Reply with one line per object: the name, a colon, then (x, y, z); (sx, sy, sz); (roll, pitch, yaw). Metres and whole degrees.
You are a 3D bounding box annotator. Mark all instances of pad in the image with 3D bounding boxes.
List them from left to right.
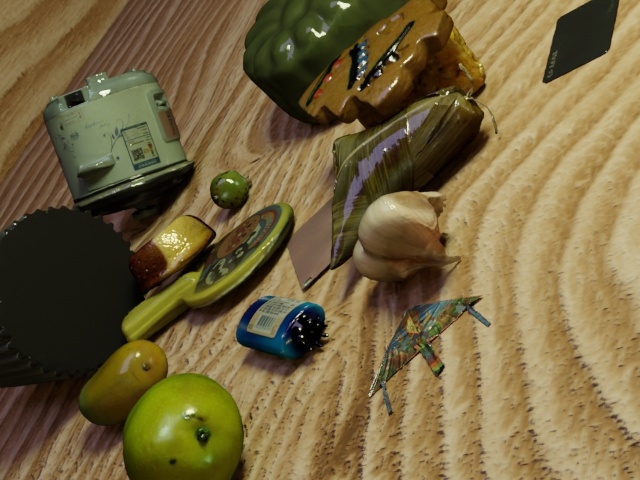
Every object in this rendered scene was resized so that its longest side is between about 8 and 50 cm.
pad: (0.000, 0.000, 1.870); (0.113, 0.006, 0.188); (-44, 22, 9)
pad: (0.362, -0.286, 1.715); (0.112, 0.003, 0.157); (-26, 32, 40)

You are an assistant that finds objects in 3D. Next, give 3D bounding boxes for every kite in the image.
kite: (0.120, 0.117, 1.482); (0.183, 0.010, 0.160); (-43, 24, 9)

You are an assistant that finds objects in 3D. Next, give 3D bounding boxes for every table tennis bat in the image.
table tennis bat: (-0.187, 0.056, 2.035); (0.369, 0.054, 0.224); (-36, 19, 20)

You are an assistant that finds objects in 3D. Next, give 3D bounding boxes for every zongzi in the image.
zongzi: (0.120, -0.087, 1.692); (0.248, 0.111, 0.241); (-27, 38, 32)

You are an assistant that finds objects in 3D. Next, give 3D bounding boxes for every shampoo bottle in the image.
shampoo bottle: (-0.049, 0.119, 1.709); (0.087, 0.050, 0.183); (-52, 24, -17)

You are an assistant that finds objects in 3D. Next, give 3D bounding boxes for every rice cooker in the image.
rice cooker: (-0.403, -0.183, 2.484); (0.264, 0.316, 0.316); (-19, 32, 14)

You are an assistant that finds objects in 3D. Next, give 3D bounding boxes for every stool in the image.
stool: (-0.511, 0.117, 2.207); (0.330, 0.297, 0.297); (-21, 35, 53)

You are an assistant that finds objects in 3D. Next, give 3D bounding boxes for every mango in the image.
mango: (-0.311, 0.225, 1.931); (0.195, 0.092, 0.130); (-27, 32, 46)
mango: (-0.189, 0.257, 1.630); (0.175, 0.143, 0.293); (-59, 15, -11)

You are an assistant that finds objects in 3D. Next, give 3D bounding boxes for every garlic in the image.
garlic: (0.102, 0.001, 1.574); (0.174, 0.124, 0.099); (114, 150, -54)

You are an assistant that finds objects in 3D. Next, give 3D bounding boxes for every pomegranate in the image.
pomegranate: (-0.159, -0.089, 2.206); (0.073, 0.073, 0.084); (-40, -13, 15)

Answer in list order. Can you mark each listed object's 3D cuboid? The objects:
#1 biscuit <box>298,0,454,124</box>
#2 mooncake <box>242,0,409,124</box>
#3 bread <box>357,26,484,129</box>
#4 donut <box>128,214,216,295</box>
biscuit: (0.068, -0.256, 1.836); (0.301, 0.043, 0.278); (-26, 31, 38)
mooncake: (0.028, -0.383, 2.189); (0.356, 0.194, 0.356); (-37, 24, 20)
bread: (0.143, -0.233, 1.869); (0.211, 0.114, 0.083); (-30, 13, 34)
donut: (-0.255, 0.020, 2.109); (0.166, 0.073, 0.184); (-41, 0, 16)
